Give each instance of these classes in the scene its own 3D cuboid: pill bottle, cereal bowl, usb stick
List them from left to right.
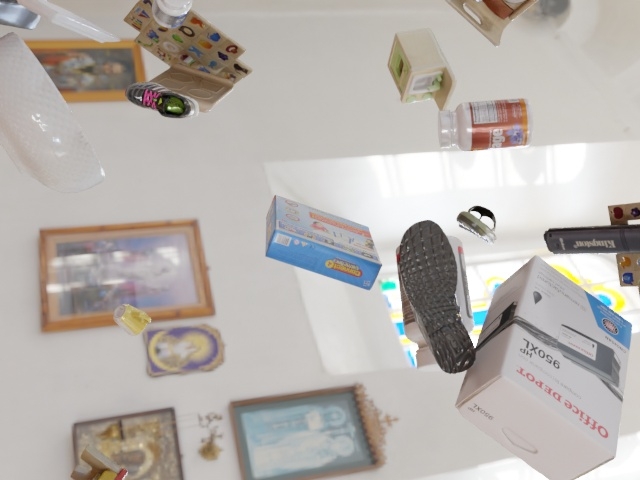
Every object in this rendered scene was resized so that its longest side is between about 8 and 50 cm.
[{"bbox_3d":[-0.584,-0.234,1.491,0.339,0.141,0.339,49,-18,21],"label":"cereal bowl"},{"bbox_3d":[-0.314,-0.507,1.570,0.137,0.078,0.078,180,-96,-73],"label":"pill bottle"},{"bbox_3d":[0.290,0.160,1.861,0.176,0.176,0.319,131,-42,-64],"label":"pill bottle"},{"bbox_3d":[0.397,-0.277,1.794,0.121,0.216,0.121,-4,90,-85],"label":"pill bottle"},{"bbox_3d":[0.648,-0.001,1.698,0.278,0.045,0.077,-2,-50,47],"label":"usb stick"}]

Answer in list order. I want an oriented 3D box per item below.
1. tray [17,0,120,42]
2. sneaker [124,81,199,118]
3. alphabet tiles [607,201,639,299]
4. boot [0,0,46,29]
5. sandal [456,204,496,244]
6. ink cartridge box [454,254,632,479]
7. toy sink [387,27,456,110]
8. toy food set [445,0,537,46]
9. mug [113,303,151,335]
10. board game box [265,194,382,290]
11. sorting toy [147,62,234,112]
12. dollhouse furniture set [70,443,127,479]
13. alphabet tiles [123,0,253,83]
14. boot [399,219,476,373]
[{"bbox_3d":[-0.572,-0.497,1.656,0.030,0.145,0.270,-62,170,9],"label":"tray"},{"bbox_3d":[-0.362,-0.317,1.671,0.075,0.170,0.063,-90,-162,-78],"label":"sneaker"},{"bbox_3d":[0.764,0.026,1.662,0.198,0.009,0.237,-5,-79,39],"label":"alphabet tiles"},{"bbox_3d":[-0.889,-0.759,2.028,0.367,0.445,0.146,-43,-99,21],"label":"boot"},{"bbox_3d":[0.459,-0.054,2.107,0.086,0.120,0.303,-61,166,4],"label":"sandal"},{"bbox_3d":[0.490,0.267,1.584,0.166,0.285,0.395,-53,-177,44],"label":"ink cartridge box"},{"bbox_3d":[0.311,-0.527,2.331,0.153,0.131,0.234,102,-28,-60],"label":"toy sink"},{"bbox_3d":[0.458,-0.602,1.684,0.306,0.219,0.092,-35,-140,35],"label":"toy food set"},{"bbox_3d":[-0.431,0.172,1.684,0.064,0.078,0.062,50,12,-46],"label":"mug"},{"bbox_3d":[0.000,0.000,2.088,0.302,0.308,0.086,-99,-151,-70],"label":"board game box"},{"bbox_3d":[-0.355,-0.411,2.011,0.208,0.192,0.038,-66,173,-56],"label":"sorting toy"},{"bbox_3d":[-0.375,0.487,0.974,0.201,0.152,0.374,-56,180,32],"label":"dollhouse furniture set"},{"bbox_3d":[-0.362,-0.536,2.027,0.285,0.342,0.011,-17,-134,54],"label":"alphabet tiles"},{"bbox_3d":[0.223,0.106,1.585,0.223,0.118,0.338,-115,-169,-77],"label":"boot"}]
